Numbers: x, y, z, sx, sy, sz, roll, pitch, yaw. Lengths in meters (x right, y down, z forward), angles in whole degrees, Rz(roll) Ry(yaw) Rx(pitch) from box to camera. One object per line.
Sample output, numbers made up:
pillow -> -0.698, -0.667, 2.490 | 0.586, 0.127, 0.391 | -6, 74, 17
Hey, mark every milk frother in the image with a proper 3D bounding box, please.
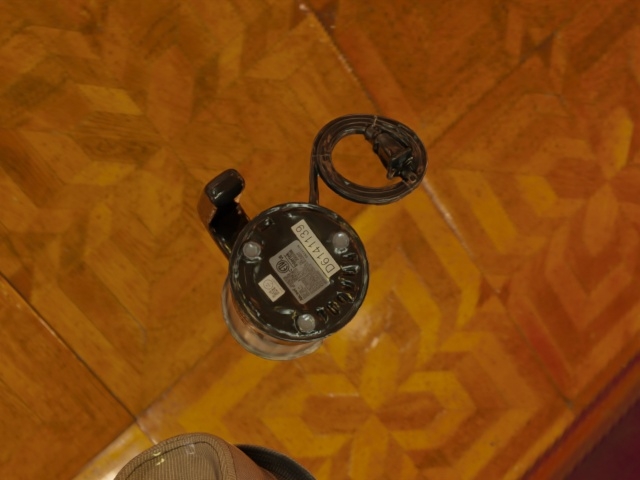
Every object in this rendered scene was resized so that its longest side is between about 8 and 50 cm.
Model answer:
milk frother -> 0.000, 0.000, 0.725 | 0.143, 0.135, 0.129 | -19, 83, -10

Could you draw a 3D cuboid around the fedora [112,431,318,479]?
fedora -> -0.108, 0.274, 0.955 | 0.243, 0.275, 0.124 | -14, 135, 16
